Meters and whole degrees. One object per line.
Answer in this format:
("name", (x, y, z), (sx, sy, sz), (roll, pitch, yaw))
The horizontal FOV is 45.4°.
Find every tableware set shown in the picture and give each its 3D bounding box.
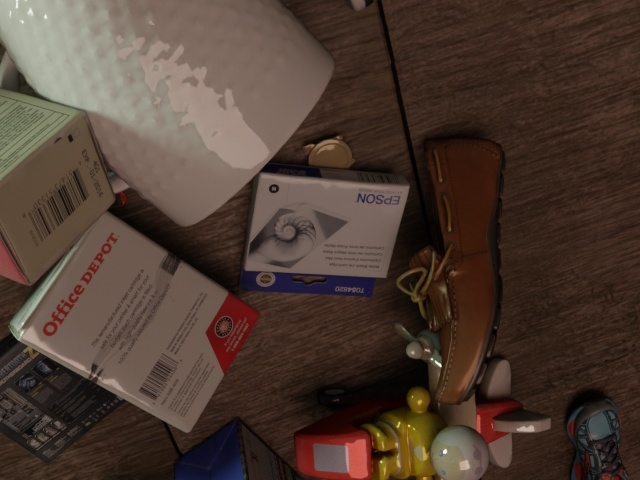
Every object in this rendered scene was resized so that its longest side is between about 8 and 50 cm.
("tableware set", (0.008, -0.069, 1.126), (0.141, 0.020, 0.169), (-33, 121, 11))

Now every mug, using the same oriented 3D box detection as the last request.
("mug", (-0.226, -0.198, 0.888), (0.374, 0.276, 0.328), (-36, 112, 30))

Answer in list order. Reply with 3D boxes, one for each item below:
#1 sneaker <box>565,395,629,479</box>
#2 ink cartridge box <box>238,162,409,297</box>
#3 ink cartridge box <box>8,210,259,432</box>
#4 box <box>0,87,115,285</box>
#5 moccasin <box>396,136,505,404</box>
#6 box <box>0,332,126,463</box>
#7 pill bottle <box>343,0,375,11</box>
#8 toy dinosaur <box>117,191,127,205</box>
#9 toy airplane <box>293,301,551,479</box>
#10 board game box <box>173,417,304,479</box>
("sneaker", (0.532, 0.407, 1.417), (0.104, 0.125, 0.262), (-17, 118, -5))
("ink cartridge box", (0.000, 0.000, 1.128), (0.223, 0.045, 0.224), (3, 122, -13))
("ink cartridge box", (-0.255, 0.109, 1.062), (0.273, 0.114, 0.197), (38, 75, -26))
("box", (-0.364, -0.072, 0.813), (0.232, 0.149, 0.127), (18, 140, 23))
("moccasin", (0.180, 0.037, 1.079), (0.147, 0.139, 0.380), (3, 84, 4))
("box", (-0.394, 0.205, 1.148), (0.232, 0.059, 0.183), (-40, 117, 9))
("pill bottle", (0.098, -0.387, 0.936), (0.208, 0.119, 0.119), (-34, 118, 5))
("toy dinosaur", (-0.305, -0.062, 1.032), (0.082, 0.090, 0.047), (10, 109, 32))
("toy airplane", (0.201, 0.312, 1.212), (0.386, 0.272, 0.384), (44, 80, -13))
("board game box", (-0.092, 0.482, 1.255), (0.141, 0.232, 0.291), (-36, 117, 7))
